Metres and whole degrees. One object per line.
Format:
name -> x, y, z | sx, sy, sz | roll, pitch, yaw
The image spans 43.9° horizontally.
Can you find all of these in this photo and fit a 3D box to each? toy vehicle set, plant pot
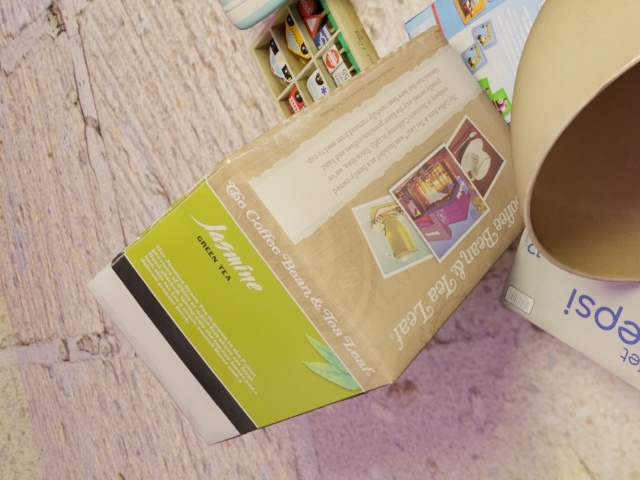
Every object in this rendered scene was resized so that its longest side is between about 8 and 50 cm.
toy vehicle set -> 0.012, -0.187, 1.010 | 0.166, 0.035, 0.267 | -40, 69, 45
plant pot -> 0.263, -0.127, 0.593 | 0.284, 0.284, 0.191 | -52, 37, 41

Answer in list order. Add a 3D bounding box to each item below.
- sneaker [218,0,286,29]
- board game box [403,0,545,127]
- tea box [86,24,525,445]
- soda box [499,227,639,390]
sneaker -> -0.053, -0.397, 0.875 | 0.319, 0.127, 0.208 | -33, 114, 32
board game box -> 0.191, -0.200, 0.802 | 0.211, 0.039, 0.160 | -27, 79, 49
tea box -> 0.000, 0.000, 0.804 | 0.220, 0.329, 0.323 | 54, 138, -5
soda box -> 0.305, 0.078, 0.695 | 0.286, 0.098, 0.091 | 34, 122, 38
